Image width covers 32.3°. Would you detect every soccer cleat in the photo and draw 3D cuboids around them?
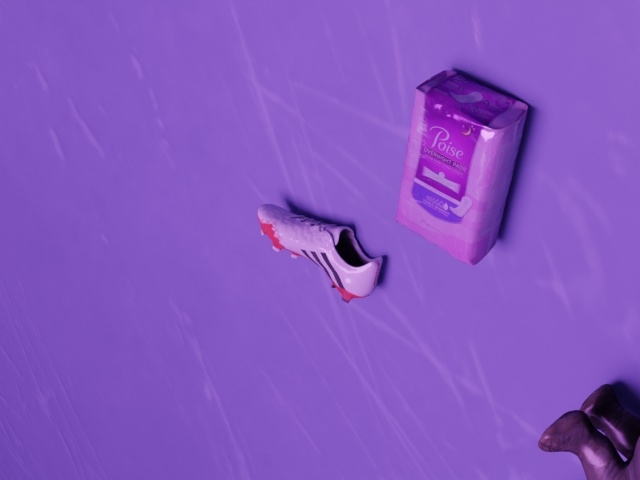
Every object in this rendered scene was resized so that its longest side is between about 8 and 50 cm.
[{"bbox_3d":[0.000,0.000,0.625,0.083,0.029,0.035,39,129,18],"label":"soccer cleat"}]

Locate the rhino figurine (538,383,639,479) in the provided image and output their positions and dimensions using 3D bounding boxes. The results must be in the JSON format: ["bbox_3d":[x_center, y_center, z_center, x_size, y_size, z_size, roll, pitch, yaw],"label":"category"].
[{"bbox_3d":[0.154,0.112,0.498,0.106,0.073,0.243,44,141,22],"label":"rhino figurine"}]

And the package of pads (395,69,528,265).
[{"bbox_3d":[0.066,-0.034,0.527,0.050,0.032,0.083,30,134,27],"label":"package of pads"}]
